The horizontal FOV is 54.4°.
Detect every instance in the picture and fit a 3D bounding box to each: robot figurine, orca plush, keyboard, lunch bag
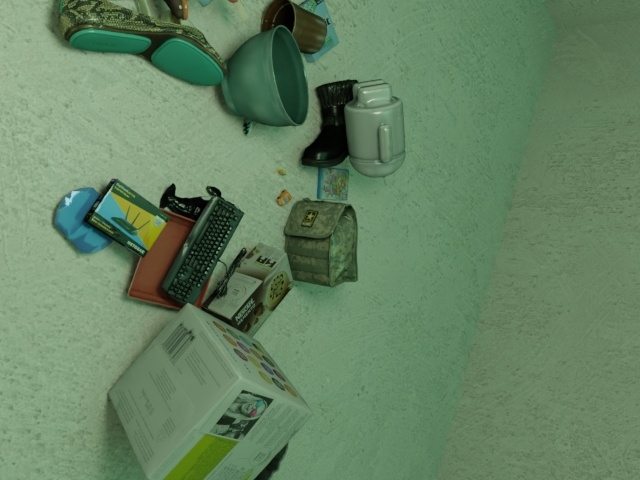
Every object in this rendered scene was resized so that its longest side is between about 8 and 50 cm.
[{"bbox_3d":[0.190,-0.368,2.146,0.200,0.300,0.353,-9,117,-3],"label":"robot figurine"},{"bbox_3d":[-0.327,-0.098,1.847,0.287,0.102,0.151,35,69,-46],"label":"orca plush"},{"bbox_3d":[-0.309,0.049,1.807,0.202,0.033,0.317,33,81,-36],"label":"keyboard"},{"bbox_3d":[0.000,0.000,2.138,0.169,0.235,0.286,-9,102,-46],"label":"lunch bag"}]

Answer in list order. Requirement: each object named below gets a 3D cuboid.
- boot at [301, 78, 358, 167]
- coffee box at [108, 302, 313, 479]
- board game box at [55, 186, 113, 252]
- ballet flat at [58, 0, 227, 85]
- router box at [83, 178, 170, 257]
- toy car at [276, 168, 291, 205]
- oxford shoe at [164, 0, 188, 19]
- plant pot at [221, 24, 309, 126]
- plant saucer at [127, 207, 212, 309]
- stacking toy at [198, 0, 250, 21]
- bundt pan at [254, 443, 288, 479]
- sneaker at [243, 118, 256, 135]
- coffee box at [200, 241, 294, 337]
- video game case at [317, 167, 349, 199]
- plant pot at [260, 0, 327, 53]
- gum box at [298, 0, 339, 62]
[{"bbox_3d":[0.032,-0.418,2.196,0.348,0.131,0.260,-41,132,-51],"label":"boot"},{"bbox_3d":[-0.297,0.440,1.692,0.338,0.338,0.334,-49,135,1],"label":"coffee box"},{"bbox_3d":[-0.600,-0.051,1.591,0.133,0.033,0.168,-50,125,-26],"label":"board game box"},{"bbox_3d":[-0.445,-0.549,1.626,0.483,0.164,0.181,4,72,-48],"label":"ballet flat"},{"bbox_3d":[-0.501,-0.057,1.618,0.179,0.046,0.133,40,72,-36],"label":"router box"},{"bbox_3d":[-0.128,-0.178,2.115,0.060,0.041,0.122,-38,123,-40],"label":"toy car"},{"bbox_3d":[-0.433,-0.677,1.606,0.098,0.097,0.271,-30,84,-23],"label":"oxford shoe"},{"bbox_3d":[-0.176,-0.472,1.863,0.293,0.196,0.292,-7,90,-71],"label":"plant pot"},{"bbox_3d":[-0.418,0.061,1.791,0.258,0.048,0.259,23,82,-48],"label":"plant saucer"},{"bbox_3d":[-0.335,-0.731,1.695,0.308,0.130,0.279,64,6,19],"label":"stacking toy"},{"bbox_3d":[-0.251,0.644,2.022,0.331,0.124,0.330,-8,100,-49],"label":"bundt pan"},{"bbox_3d":[-0.210,-0.377,1.994,0.069,0.038,0.098,11,88,-49],"label":"sneaker"},{"bbox_3d":[-0.222,0.173,1.964,0.297,0.119,0.168,-50,148,-33],"label":"coffee box"},{"bbox_3d":[0.048,-0.212,2.336,0.166,0.015,0.119,-1,96,-49],"label":"video game case"},{"bbox_3d":[-0.078,-0.678,2.001,0.165,0.167,0.166,-2,97,-46],"label":"plant pot"},{"bbox_3d":[-0.020,-0.739,2.163,0.157,0.041,0.184,-46,127,-34],"label":"gum box"}]
